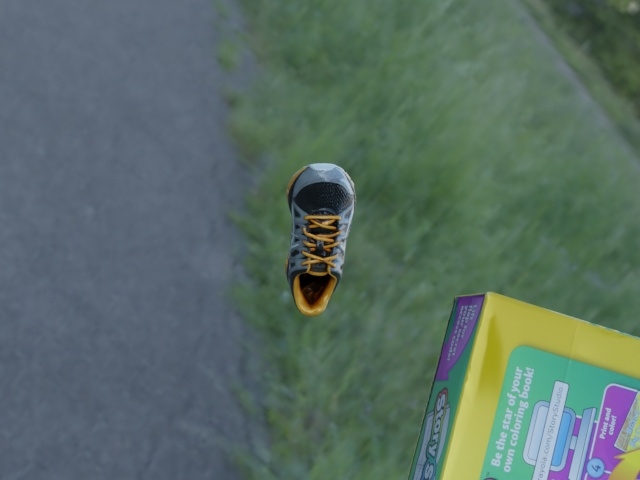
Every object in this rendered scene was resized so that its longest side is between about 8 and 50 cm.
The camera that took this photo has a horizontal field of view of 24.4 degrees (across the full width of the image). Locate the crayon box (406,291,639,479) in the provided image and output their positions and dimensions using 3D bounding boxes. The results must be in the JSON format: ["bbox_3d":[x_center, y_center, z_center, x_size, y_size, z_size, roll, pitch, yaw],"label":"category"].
[{"bbox_3d":[0.245,0.267,1.473,0.313,0.362,0.106,17,-9,-12],"label":"crayon box"}]

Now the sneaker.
[{"bbox_3d":[0.000,0.000,1.785,0.084,0.214,0.083,1,40,-3],"label":"sneaker"}]
